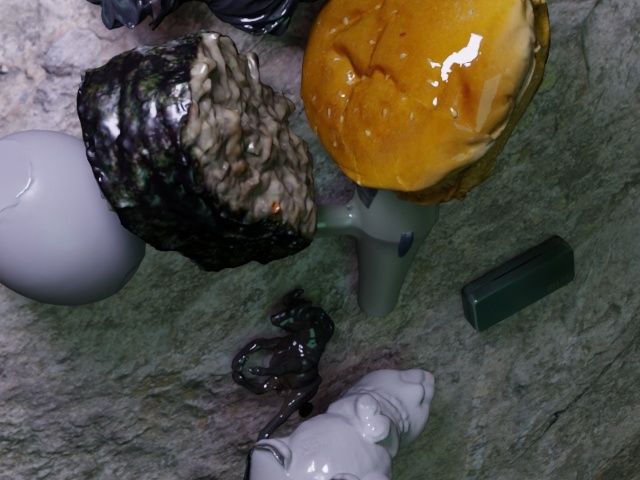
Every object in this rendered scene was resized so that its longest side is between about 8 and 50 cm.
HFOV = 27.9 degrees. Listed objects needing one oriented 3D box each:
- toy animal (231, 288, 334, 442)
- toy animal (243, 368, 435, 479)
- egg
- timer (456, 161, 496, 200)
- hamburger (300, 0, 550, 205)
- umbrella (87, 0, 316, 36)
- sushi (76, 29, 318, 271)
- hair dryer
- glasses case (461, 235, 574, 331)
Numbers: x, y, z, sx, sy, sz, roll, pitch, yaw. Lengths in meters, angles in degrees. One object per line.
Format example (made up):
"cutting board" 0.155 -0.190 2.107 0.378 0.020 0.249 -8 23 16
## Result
"toy animal" -0.042 0.182 1.793 0.148 0.084 0.233 -21 131 -21
"toy animal" 0.040 0.311 1.839 0.357 0.194 0.258 -35 153 -59
"egg" -0.280 -0.018 1.381 0.176 0.176 0.232 -39 140 -1
"timer" 0.182 -0.123 1.673 0.107 0.107 0.109 14 119 -42
"hamburger" 0.117 -0.201 1.423 0.170 0.290 0.314 12 116 -45
"umbrella" -0.112 -0.276 1.337 0.272 0.110 0.122 -5 93 -33
"sushi" -0.117 -0.088 1.380 0.171 0.211 0.350 -19 152 14
"hair dryer" 0.028 0.014 1.711 0.298 0.119 0.296 -21 141 3
"glasses case" 0.303 0.066 1.970 0.184 0.039 0.078 -28 137 -13
